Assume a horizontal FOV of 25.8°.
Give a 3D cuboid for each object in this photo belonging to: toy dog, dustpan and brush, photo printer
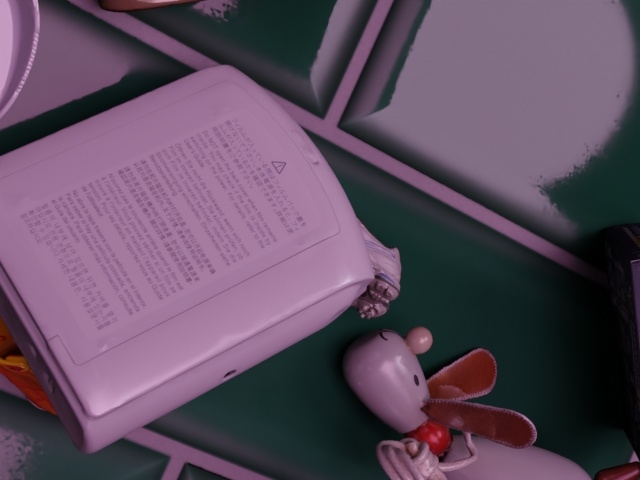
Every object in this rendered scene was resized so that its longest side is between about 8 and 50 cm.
[{"bbox_3d":[0.186,0.199,1.360,0.161,0.220,0.334,-41,122,9],"label":"toy dog"},{"bbox_3d":[-0.277,-0.213,1.159,0.147,0.060,0.211,35,82,-24],"label":"dustpan and brush"},{"bbox_3d":[-0.124,0.000,1.176,0.308,0.107,0.256,-28,75,-24],"label":"photo printer"}]

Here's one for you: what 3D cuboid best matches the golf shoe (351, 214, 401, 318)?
[{"bbox_3d":[0.000,0.000,1.324,0.176,0.069,0.086,34,43,-13],"label":"golf shoe"}]

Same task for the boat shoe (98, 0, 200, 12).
[{"bbox_3d":[-0.035,-0.280,1.231,0.341,0.122,0.110,-14,102,-22],"label":"boat shoe"}]

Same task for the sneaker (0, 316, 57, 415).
[{"bbox_3d":[-0.245,0.109,1.210,0.175,0.067,0.064,36,79,-26],"label":"sneaker"}]

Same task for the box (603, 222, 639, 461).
[{"bbox_3d":[0.336,0.110,1.413,0.059,0.183,0.232,-8,99,5],"label":"box"}]
